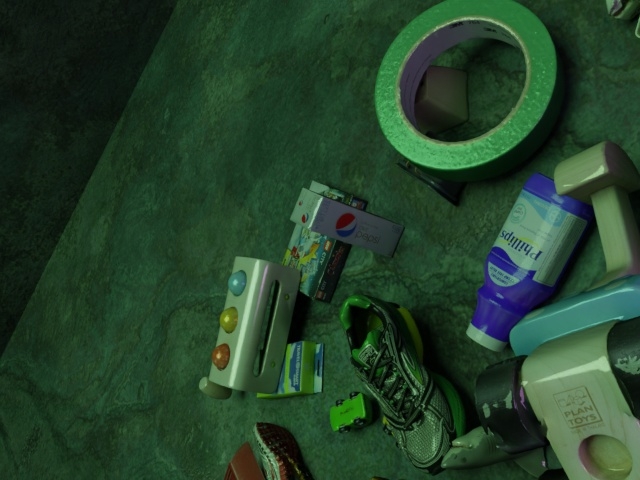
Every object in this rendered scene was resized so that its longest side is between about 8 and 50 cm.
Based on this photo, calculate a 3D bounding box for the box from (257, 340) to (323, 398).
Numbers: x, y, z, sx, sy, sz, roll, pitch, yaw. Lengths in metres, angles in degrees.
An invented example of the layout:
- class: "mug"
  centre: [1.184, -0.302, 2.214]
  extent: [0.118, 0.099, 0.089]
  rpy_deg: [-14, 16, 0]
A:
- class: "box"
  centre: [-0.066, 0.277, 1.708]
  extent: [0.178, 0.042, 0.109]
  rpy_deg: [-20, 62, 47]

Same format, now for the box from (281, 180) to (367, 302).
- class: "box"
  centre: [0.000, 0.000, 1.731]
  extent: [0.159, 0.044, 0.233]
  rpy_deg: [27, 97, 53]

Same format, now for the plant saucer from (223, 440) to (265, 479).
- class: "plant saucer"
  centre: [-0.155, 0.590, 1.631]
  extent: [0.258, 0.048, 0.259]
  rpy_deg: [56, 137, 45]

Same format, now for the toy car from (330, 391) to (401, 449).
- class: "toy car"
  centre: [0.105, 0.296, 1.475]
  extent: [0.225, 0.053, 0.239]
  rpy_deg: [-36, 50, 39]

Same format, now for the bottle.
- class: "bottle"
  centre: [0.322, 0.039, 1.269]
  extent: [0.118, 0.092, 0.282]
  rpy_deg: [39, 107, 49]

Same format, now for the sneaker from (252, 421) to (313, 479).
- class: "sneaker"
  centre: [-0.092, 0.462, 1.629]
  extent: [0.092, 0.088, 0.225]
  rpy_deg: [-55, 40, 23]

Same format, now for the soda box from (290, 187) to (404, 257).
- class: "soda box"
  centre: [0.053, -0.033, 1.534]
  extent: [0.074, 0.216, 0.069]
  rpy_deg: [28, 98, 52]

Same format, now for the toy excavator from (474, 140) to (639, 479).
- class: "toy excavator"
  centre: [0.375, 0.111, 1.011]
  extent: [0.222, 0.445, 0.433]
  rpy_deg: [-28, 88, 36]

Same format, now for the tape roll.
- class: "tape roll"
  centre: [0.254, -0.263, 1.393]
  extent: [0.321, 0.077, 0.321]
  rpy_deg: [-7, 74, 26]

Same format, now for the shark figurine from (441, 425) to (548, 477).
- class: "shark figurine"
  centre: [0.331, 0.291, 1.182]
  extent: [0.278, 0.166, 0.116]
  rpy_deg: [-27, 80, 22]

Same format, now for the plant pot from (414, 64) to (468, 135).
- class: "plant pot"
  centre: [0.209, -0.274, 1.533]
  extent: [0.109, 0.096, 0.109]
  rpy_deg: [-20, 61, 46]

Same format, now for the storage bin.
- class: "storage bin"
  centre: [0.214, -0.143, 1.486]
  extent: [0.091, 0.098, 0.135]
  rpy_deg: [-55, 39, 6]

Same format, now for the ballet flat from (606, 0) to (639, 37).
- class: "ballet flat"
  centre: [0.493, -0.365, 1.220]
  extent: [0.096, 0.095, 0.280]
  rpy_deg: [-61, 37, 34]

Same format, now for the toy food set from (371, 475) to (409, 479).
- class: "toy food set"
  centre: [0.183, 0.450, 1.254]
  extent: [0.232, 0.111, 0.104]
  rpy_deg: [11, 84, 21]

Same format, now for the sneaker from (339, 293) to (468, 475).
- class: "sneaker"
  centre: [0.118, 0.233, 1.324]
  extent: [0.134, 0.146, 0.343]
  rpy_deg: [-46, 47, 19]

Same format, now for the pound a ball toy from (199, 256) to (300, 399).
- class: "pound a ball toy"
  centre: [-0.181, 0.198, 1.739]
  extent: [0.208, 0.136, 0.319]
  rpy_deg: [5, 80, 54]
